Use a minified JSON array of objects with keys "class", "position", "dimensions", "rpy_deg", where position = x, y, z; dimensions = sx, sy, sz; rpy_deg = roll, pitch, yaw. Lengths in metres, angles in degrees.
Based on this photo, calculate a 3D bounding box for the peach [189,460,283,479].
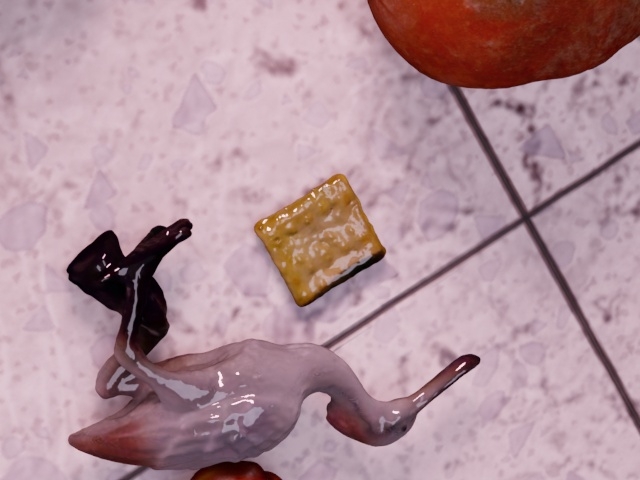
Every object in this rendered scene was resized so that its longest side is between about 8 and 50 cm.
[{"class":"peach","position":[-0.065,0.221,1.439],"dimensions":[0.101,0.101,0.100],"rpy_deg":[-5,109,-15]}]

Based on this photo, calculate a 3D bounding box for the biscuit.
[{"class":"biscuit","position":[0.000,0.000,1.428],"dimensions":[0.083,0.018,0.081],"rpy_deg":[-32,113,-4]}]

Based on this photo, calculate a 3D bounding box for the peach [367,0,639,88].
[{"class":"peach","position":[0.144,-0.212,1.271],"dimensions":[0.232,0.257,0.232],"rpy_deg":[-7,111,-18]}]

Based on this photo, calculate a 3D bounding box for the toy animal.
[{"class":"toy animal","position":[-0.055,0.114,1.410],"dimensions":[0.324,0.090,0.195],"rpy_deg":[26,103,-19]}]
